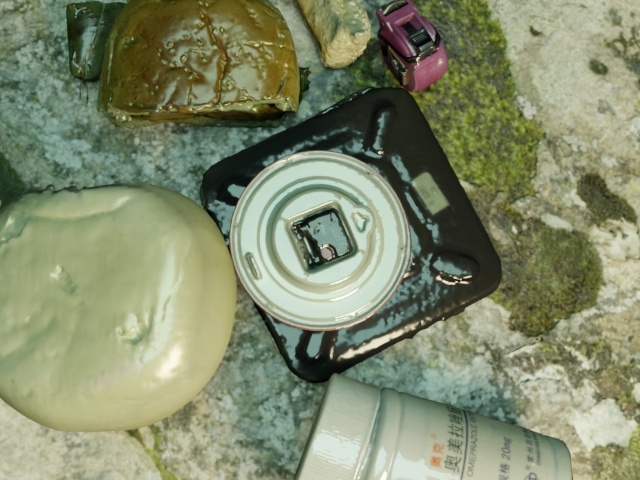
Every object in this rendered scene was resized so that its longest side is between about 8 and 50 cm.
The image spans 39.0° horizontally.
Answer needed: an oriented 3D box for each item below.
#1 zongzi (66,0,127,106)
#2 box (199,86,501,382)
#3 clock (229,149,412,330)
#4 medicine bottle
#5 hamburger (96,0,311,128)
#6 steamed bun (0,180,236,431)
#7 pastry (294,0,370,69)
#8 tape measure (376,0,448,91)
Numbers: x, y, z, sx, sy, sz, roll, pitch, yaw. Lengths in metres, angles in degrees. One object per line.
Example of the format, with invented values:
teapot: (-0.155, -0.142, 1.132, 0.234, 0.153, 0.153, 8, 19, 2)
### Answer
zongzi: (-0.305, -0.277, 1.332, 0.130, 0.062, 0.154, -3, 86, -16)
box: (0.040, -0.016, 1.283, 0.350, 0.091, 0.359, -28, 84, -8)
clock: (0.000, 0.000, 1.205, 0.244, 0.056, 0.244, 1, 81, -6)
medicine bottle: (0.136, 0.304, 1.177, 0.332, 0.190, 0.190, 17, 79, -1)
hamburger: (-0.167, -0.269, 1.298, 0.308, 0.132, 0.211, -2, 82, -2)
steamed bun: (-0.271, 0.092, 1.171, 0.333, 0.233, 0.312, 5, 79, 16)
pastry: (-0.007, -0.376, 1.343, 0.089, 0.121, 0.258, -17, 72, -32)
tape measure: (0.130, -0.283, 1.326, 0.074, 0.118, 0.125, -29, 65, -7)
